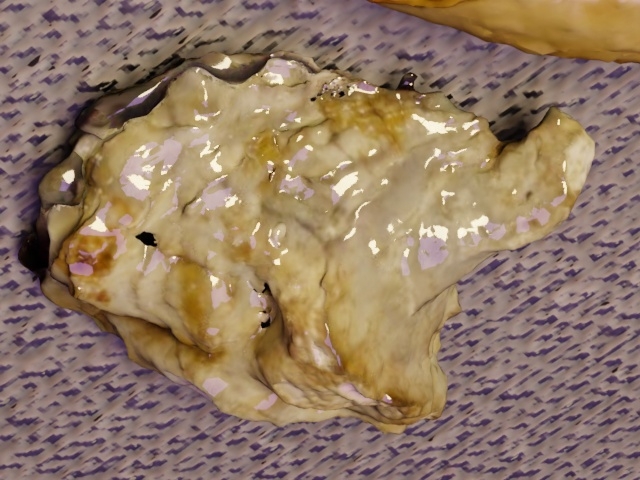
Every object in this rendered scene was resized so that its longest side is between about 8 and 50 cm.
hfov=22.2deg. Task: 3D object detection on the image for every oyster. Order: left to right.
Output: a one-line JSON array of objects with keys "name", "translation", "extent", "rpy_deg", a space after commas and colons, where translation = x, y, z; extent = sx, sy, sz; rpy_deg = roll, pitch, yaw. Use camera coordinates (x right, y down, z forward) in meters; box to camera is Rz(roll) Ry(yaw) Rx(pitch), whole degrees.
[{"name": "oyster", "translation": [0.000, 0.000, 0.552], "extent": [0.191, 0.081, 0.163], "rpy_deg": [-32, 121, 6]}]

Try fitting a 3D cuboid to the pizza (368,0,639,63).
[{"name": "pizza", "translation": [0.158, -0.177, 0.408], "extent": [0.409, 0.114, 0.277], "rpy_deg": [-16, 120, 15]}]
